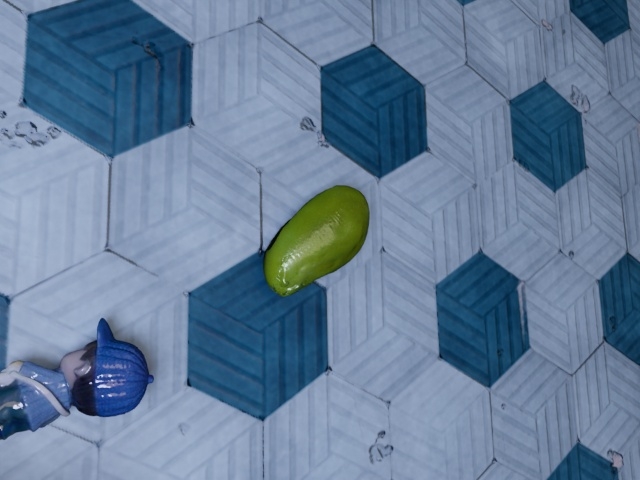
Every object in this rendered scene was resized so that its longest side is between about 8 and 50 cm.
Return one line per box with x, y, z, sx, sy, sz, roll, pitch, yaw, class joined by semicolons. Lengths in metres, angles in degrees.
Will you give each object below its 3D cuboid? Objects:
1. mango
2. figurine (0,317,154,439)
0.000;0.000;0.736;0.091;0.074;0.165;50;61;-15;mango
-0.234;0.133;0.574;0.149;0.087;0.086;-19;128;-31;figurine
